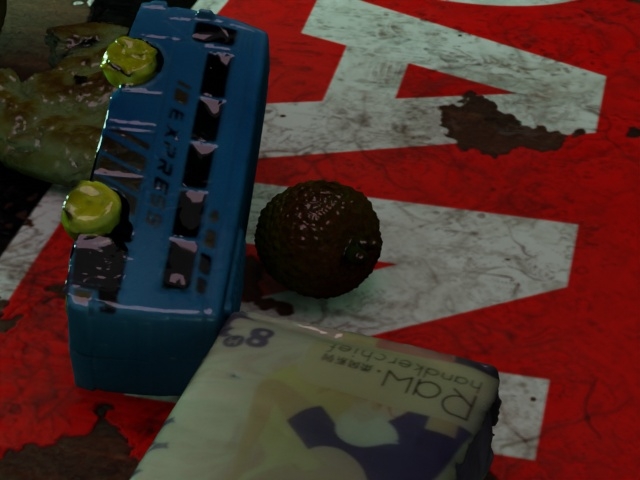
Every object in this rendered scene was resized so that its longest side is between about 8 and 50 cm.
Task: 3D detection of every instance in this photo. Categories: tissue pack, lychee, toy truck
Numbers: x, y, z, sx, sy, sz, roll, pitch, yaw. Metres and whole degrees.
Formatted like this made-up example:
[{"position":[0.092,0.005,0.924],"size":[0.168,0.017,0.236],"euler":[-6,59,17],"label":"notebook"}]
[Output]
[{"position":[-0.019,0.208,1.174],"size":[0.242,0.125,0.343],"euler":[12,40,16],"label":"tissue pack"},{"position":[0.000,0.000,1.453],"size":[0.114,0.114,0.146],"euler":[-34,30,-34],"label":"lychee"},{"position":[-0.141,-0.045,1.435],"size":[0.162,0.161,0.385],"euler":[7,51,0],"label":"toy truck"}]

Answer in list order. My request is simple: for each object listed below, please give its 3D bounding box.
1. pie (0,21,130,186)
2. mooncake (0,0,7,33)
[{"position":[-0.219,-0.150,1.685],"size":[0.303,0.067,0.302],"euler":[-1,37,1],"label":"pie"},{"position":[-0.553,-0.309,1.738],"size":[0.394,0.246,0.393],"euler":[19,55,12],"label":"mooncake"}]
